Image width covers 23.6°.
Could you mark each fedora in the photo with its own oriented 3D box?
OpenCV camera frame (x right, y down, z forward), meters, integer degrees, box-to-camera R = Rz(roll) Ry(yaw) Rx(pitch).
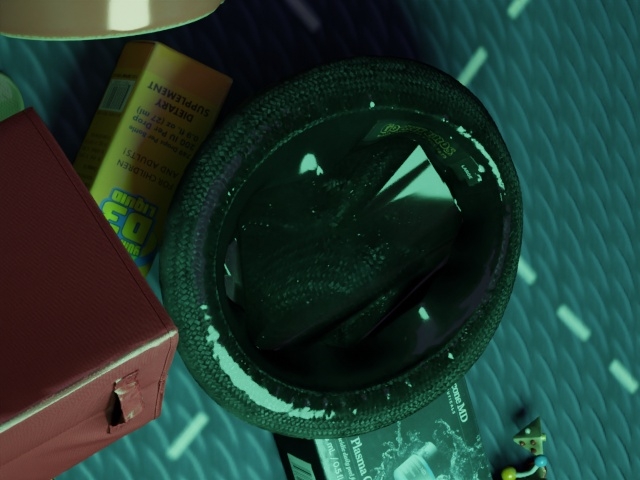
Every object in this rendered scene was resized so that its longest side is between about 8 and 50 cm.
[{"bbox_3d":[0.000,0.000,1.255,0.334,0.152,0.334,-4,99,-29],"label":"fedora"}]

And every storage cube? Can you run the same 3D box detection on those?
[{"bbox_3d":[-0.231,0.062,1.027,0.193,0.183,0.215,-30,74,-21],"label":"storage cube"}]

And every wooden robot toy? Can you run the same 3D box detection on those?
[{"bbox_3d":[0.178,0.253,1.455,0.079,0.076,0.173,-2,100,7],"label":"wooden robot toy"}]

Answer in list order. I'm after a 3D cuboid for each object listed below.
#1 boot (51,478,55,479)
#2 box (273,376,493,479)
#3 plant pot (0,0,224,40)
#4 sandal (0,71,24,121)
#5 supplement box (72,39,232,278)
[{"bbox_3d":[-0.264,0.260,1.125,0.211,0.104,0.295,-43,108,-13],"label":"boot"},{"bbox_3d":[0.054,0.185,1.347,0.158,0.093,0.156,-25,108,-25],"label":"box"},{"bbox_3d":[-0.170,-0.281,1.073,0.275,0.275,0.243,-13,115,-27],"label":"plant pot"},{"bbox_3d":[-0.282,-0.067,1.129,0.180,0.049,0.072,-40,106,-39],"label":"sandal"},{"bbox_3d":[-0.156,-0.038,1.208,0.078,0.080,0.233,24,88,-27],"label":"supplement box"}]
